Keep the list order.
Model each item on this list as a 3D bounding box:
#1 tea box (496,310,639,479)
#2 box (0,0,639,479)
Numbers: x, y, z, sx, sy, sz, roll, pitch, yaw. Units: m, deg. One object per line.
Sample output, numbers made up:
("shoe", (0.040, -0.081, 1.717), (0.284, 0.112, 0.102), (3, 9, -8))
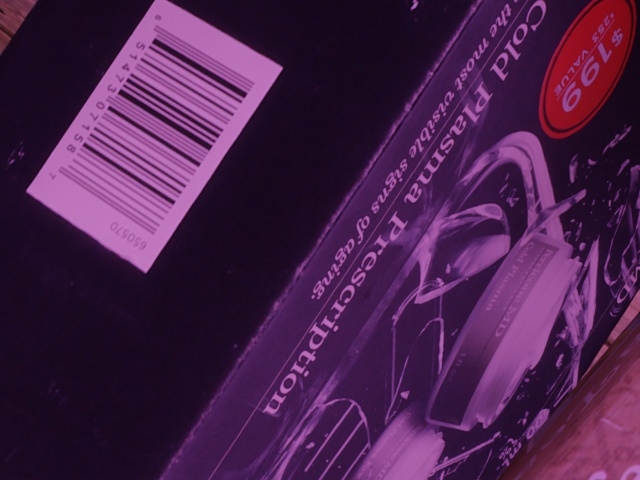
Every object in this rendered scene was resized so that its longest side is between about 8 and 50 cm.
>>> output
("tea box", (0.249, 0.098, 0.588), (0.323, 0.329, 0.220), (42, 168, 8))
("box", (0.000, 0.000, 0.853), (0.179, 0.343, 0.312), (32, 178, 28))
